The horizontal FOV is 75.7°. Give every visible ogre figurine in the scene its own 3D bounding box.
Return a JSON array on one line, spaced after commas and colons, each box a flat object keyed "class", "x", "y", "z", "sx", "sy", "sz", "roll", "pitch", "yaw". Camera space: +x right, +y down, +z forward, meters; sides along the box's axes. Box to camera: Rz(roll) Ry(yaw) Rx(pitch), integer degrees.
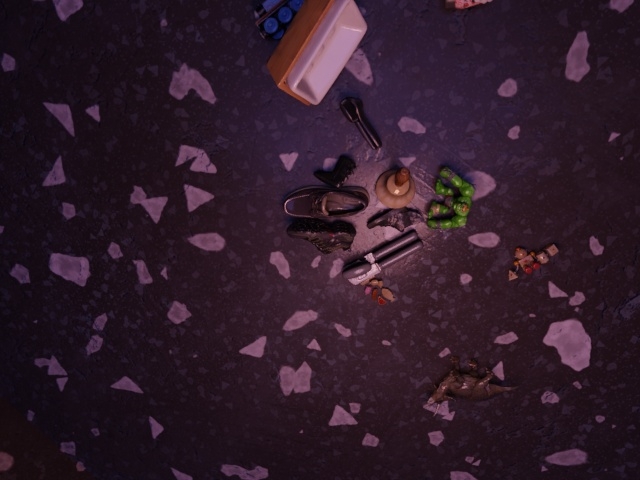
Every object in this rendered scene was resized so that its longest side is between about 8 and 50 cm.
[{"class": "ogre figurine", "x": 0.407, "y": -0.120, "z": 1.273, "sx": 0.118, "sy": 0.097, "sz": 0.197, "roll": 15, "pitch": 92, "yaw": 20}]

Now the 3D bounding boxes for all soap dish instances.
[{"class": "soap dish", "x": -0.010, "y": -0.536, "z": 1.139, "sx": 0.118, "sy": 0.229, "sz": 0.291, "roll": 40, "pitch": 107, "yaw": 12}]

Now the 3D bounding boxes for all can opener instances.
[{"class": "can opener", "x": 0.204, "y": 0.064, "z": 1.349, "sx": 0.280, "sy": 0.093, "sz": 0.074, "roll": -30, "pitch": 100, "yaw": 8}, {"class": "can opener", "x": 0.125, "y": -0.356, "z": 1.256, "sx": 0.073, "sy": 0.059, "sz": 0.186, "roll": -42, "pitch": 109, "yaw": -12}]

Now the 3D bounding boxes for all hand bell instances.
[{"class": "hand bell", "x": 0.229, "y": -0.172, "z": 1.182, "sx": 0.126, "sy": 0.242, "sz": 0.126, "roll": 0, "pitch": 85, "yaw": 4}]

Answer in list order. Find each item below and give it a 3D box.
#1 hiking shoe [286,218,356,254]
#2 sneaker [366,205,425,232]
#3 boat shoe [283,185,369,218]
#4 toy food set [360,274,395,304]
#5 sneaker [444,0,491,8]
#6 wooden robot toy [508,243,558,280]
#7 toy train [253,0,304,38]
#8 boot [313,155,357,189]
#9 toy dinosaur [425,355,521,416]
[{"class": "hiking shoe", "x": 0.000, "y": 0.000, "z": 1.340, "sx": 0.226, "sy": 0.086, "sz": 0.114, "roll": 5, "pitch": 124, "yaw": -5}, {"class": "sneaker", "x": 0.241, "y": -0.057, "z": 1.325, "sx": 0.170, "sy": 0.051, "sz": 0.089, "roll": -31, "pitch": 96, "yaw": 10}, {"class": "boat shoe", "x": 0.014, "y": -0.118, "z": 1.312, "sx": 0.284, "sy": 0.092, "sz": 0.103, "roll": -1, "pitch": 107, "yaw": 7}, {"class": "toy food set", "x": 0.194, "y": 0.174, "z": 1.414, "sx": 0.077, "sy": 0.019, "sz": 0.122, "roll": -33, "pitch": 107, "yaw": 14}, {"class": "sneaker", "x": 0.405, "y": -0.764, "z": 1.078, "sx": 0.144, "sy": 0.090, "sz": 0.270, "roll": 3, "pitch": 112, "yaw": 18}, {"class": "wooden robot toy", "x": 0.656, "y": 0.052, "z": 1.304, "sx": 0.173, "sy": 0.076, "sz": 0.079, "roll": -34, "pitch": 88, "yaw": 14}, {"class": "toy train", "x": -0.110, "y": -0.667, "z": 1.183, "sx": 0.184, "sy": 0.080, "sz": 0.105, "roll": -31, "pitch": 91, "yaw": 16}, {"class": "boot", "x": 0.047, "y": -0.223, "z": 1.300, "sx": 0.121, "sy": 0.045, "sz": 0.099, "roll": 29, "pitch": 87, "yaw": 31}, {"class": "toy dinosaur", "x": 0.518, "y": 0.503, "z": 1.436, "sx": 0.313, "sy": 0.121, "sz": 0.161, "roll": -4, "pitch": 117, "yaw": 3}]
